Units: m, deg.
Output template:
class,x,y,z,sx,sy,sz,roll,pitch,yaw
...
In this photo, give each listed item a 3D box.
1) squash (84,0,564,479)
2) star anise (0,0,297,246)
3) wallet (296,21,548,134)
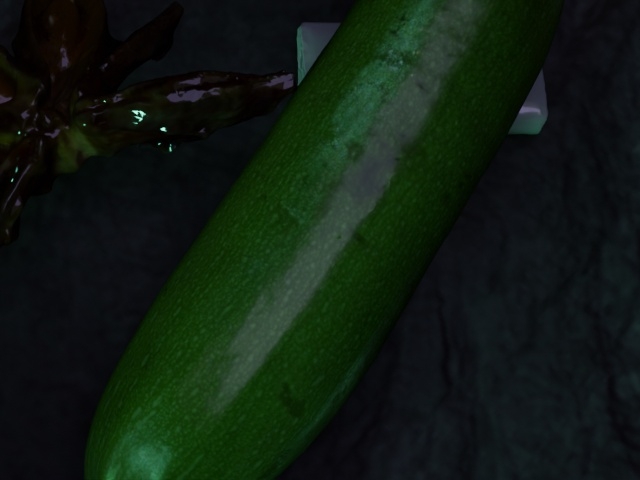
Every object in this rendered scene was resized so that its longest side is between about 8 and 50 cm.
class,x,y,z,sx,sy,sz,roll,pitch,yaw
squash,0.000,0.000,0.757,0.101,0.101,0.379,35,80,2
star anise,-0.132,-0.069,0.776,0.212,0.053,0.157,-32,58,2
wallet,0.049,-0.080,0.837,0.122,0.025,0.061,-2,77,-9
